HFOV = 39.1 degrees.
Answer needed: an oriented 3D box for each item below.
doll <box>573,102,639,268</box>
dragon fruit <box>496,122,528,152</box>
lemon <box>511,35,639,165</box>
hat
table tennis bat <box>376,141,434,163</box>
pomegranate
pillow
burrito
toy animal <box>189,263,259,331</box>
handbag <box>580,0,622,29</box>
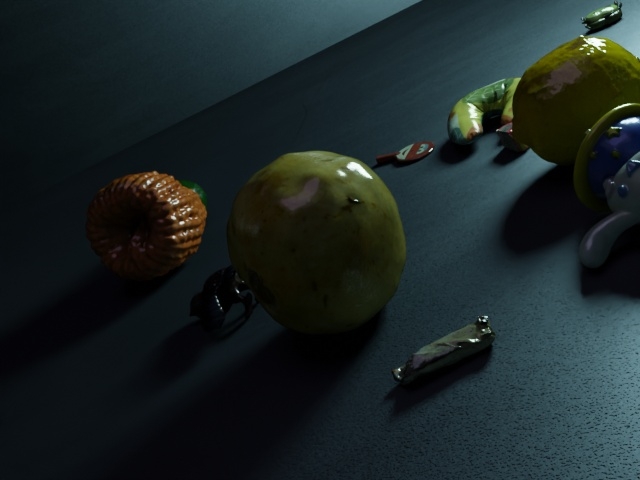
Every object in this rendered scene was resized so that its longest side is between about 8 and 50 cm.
[{"bbox_3d":[0.505,-0.083,1.474,0.311,0.159,0.242,-54,40,-3],"label":"doll"},{"bbox_3d":[0.426,-0.231,1.952,0.060,0.056,0.083,-31,21,-7],"label":"dragon fruit"},{"bbox_3d":[0.495,-0.266,1.734,0.288,0.234,0.233,-31,23,-5],"label":"lemon"},{"bbox_3d":[-0.385,-0.042,2.296,0.285,0.286,0.400,-15,-2,27],"label":"hat"},{"bbox_3d":[0.207,-0.211,2.204,0.154,0.019,0.098,-9,29,31],"label":"table tennis bat"},{"bbox_3d":[0.000,0.000,1.593,0.332,0.333,0.333,-23,23,10],"label":"pomegranate"},{"bbox_3d":[0.406,-0.299,2.098,0.233,0.086,0.214,-16,31,19],"label":"pillow"},{"bbox_3d":[0.188,0.170,1.371,0.171,0.042,0.051,-24,26,-1],"label":"burrito"},{"bbox_3d":[-0.208,0.100,1.855,0.179,0.116,0.219,-12,33,29],"label":"toy animal"},{"bbox_3d":[0.748,-0.593,2.392,0.111,0.047,0.072,-24,22,2],"label":"handbag"}]
